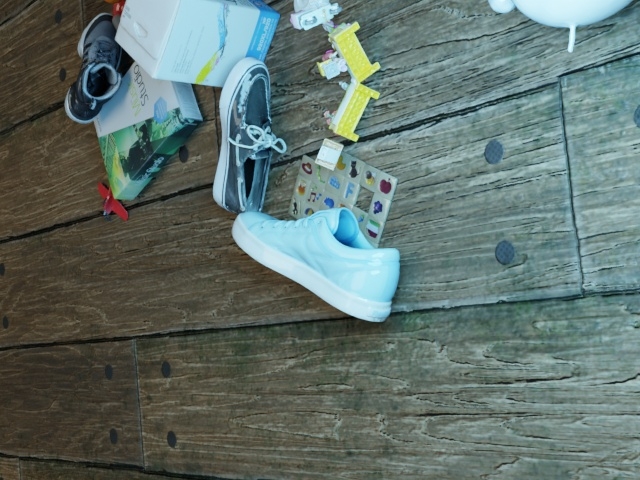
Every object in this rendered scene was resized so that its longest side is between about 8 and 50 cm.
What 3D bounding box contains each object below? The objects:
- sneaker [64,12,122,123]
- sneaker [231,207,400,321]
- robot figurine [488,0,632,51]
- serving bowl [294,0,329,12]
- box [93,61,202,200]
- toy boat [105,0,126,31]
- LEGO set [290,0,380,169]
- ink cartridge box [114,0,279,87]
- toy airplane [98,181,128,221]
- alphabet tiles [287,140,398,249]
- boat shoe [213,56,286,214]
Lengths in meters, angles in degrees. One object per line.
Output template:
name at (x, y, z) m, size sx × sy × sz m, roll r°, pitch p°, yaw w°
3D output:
sneaker at (-0.491, -0.400, 2.115) m, size 0.153 × 0.101 × 0.268 m, roll -8°, pitch 66°, yaw 59°
sneaker at (0.000, 0.000, 1.621) m, size 0.366 × 0.135 × 0.150 m, roll 28°, pitch 104°, yaw 34°
robot figurine at (0.312, -0.428, 1.224) m, size 0.300 × 0.200 × 0.353 m, roll -41°, pitch 61°, yaw 51°
serving bowl at (-0.022, -0.438, 1.708) m, size 0.083 × 0.027 × 0.083 m, roll 1°, pitch 91°, yaw 46°
box at (-0.391, -0.269, 2.080) m, size 0.322 × 0.059 × 0.232 m, roll -42°, pitch 58°, yaw 40°
toy boat at (-0.408, -0.538, 2.031) m, size 0.231 × 0.151 × 0.151 m, roll -52°, pitch 55°, yaw 34°
LEGO set at (0.023, -0.273, 1.612) m, size 0.107 × 0.132 × 0.287 m, roll -136°, pitch 33°, yaw -56°
ink cartridge box at (-0.237, -0.406, 1.789) m, size 0.171 × 0.233 × 0.168 m, roll 44°, pitch 121°, yaw 37°
toy airplane at (-0.492, -0.113, 2.219) m, size 0.151 × 0.028 × 0.151 m, roll 3°, pitch 94°, yaw 46°
alphabet tiles at (0.029, -0.059, 1.675) m, size 0.237 × 0.009 × 0.198 m, roll 32°, pitch 114°, yaw 42°
boat shoe at (-0.130, -0.187, 1.770) m, size 0.105 × 0.113 × 0.306 m, roll 29°, pitch 114°, yaw 36°
